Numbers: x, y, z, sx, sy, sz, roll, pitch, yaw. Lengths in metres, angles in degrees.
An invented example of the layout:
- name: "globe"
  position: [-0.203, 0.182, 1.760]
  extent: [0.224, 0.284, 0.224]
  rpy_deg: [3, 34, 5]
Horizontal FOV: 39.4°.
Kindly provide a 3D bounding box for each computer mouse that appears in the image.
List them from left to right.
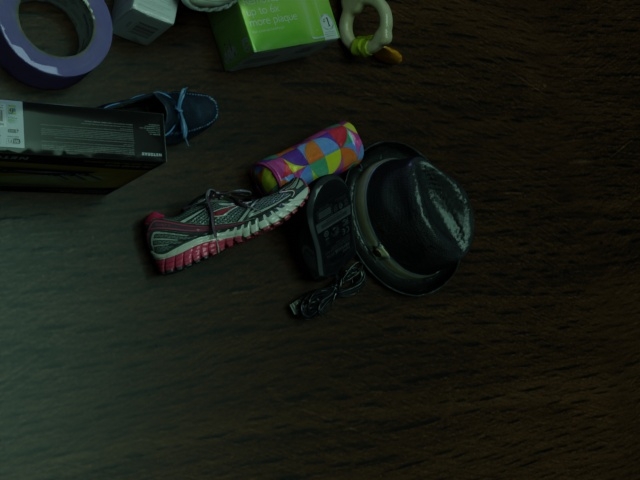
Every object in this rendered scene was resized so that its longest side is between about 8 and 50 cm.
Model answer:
- name: "computer mouse"
  position: [0.000, 0.000, 1.691]
  extent: [0.188, 0.072, 0.272]
  rpy_deg: [-26, 122, -39]

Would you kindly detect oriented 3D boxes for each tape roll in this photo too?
- name: "tape roll"
  position: [-0.445, -0.349, 1.469]
  extent: [0.189, 0.080, 0.189]
  rpy_deg: [7, 76, -33]

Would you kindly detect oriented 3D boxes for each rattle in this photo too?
- name: "rattle"
  position: [0.110, -0.480, 1.865]
  extent: [0.143, 0.130, 0.199]
  rpy_deg: [-8, 74, -36]

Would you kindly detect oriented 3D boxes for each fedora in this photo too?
- name: "fedora"
  position: [0.207, -0.056, 1.817]
  extent: [0.334, 0.152, 0.334]
  rpy_deg: [8, 77, -34]

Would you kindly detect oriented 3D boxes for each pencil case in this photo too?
- name: "pencil case"
  position: [-0.022, -0.147, 1.710]
  extent: [0.236, 0.104, 0.104]
  rpy_deg: [-28, 97, -35]

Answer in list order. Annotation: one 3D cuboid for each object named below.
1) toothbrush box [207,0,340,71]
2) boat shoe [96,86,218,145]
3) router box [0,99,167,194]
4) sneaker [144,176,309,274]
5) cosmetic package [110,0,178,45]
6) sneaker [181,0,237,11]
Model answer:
- name: "toothbrush box"
  position: [-0.113, -0.486, 1.700]
  extent: [0.206, 0.122, 0.283]
  rpy_deg: [-17, 90, -35]
- name: "boat shoe"
  position: [-0.280, -0.206, 1.548]
  extent: [0.258, 0.089, 0.109]
  rpy_deg: [-23, 94, -36]
- name: "router box"
  position: [-0.423, -0.135, 1.343]
  extent: [0.309, 0.243, 0.081]
  rpy_deg: [0, 81, -34]
- name: "sneaker"
  position: [-0.157, -0.045, 1.548]
  extent: [0.299, 0.121, 0.112]
  rpy_deg: [-24, 91, -16]
- name: "cosmetic package"
  position: [-0.296, -0.475, 1.574]
  extent: [0.086, 0.117, 0.231]
  rpy_deg: [17, 71, -32]
- name: "sneaker"
  position: [-0.121, -0.483, 1.553]
  extent: [0.292, 0.118, 0.110]
  rpy_deg: [-30, 99, -30]
